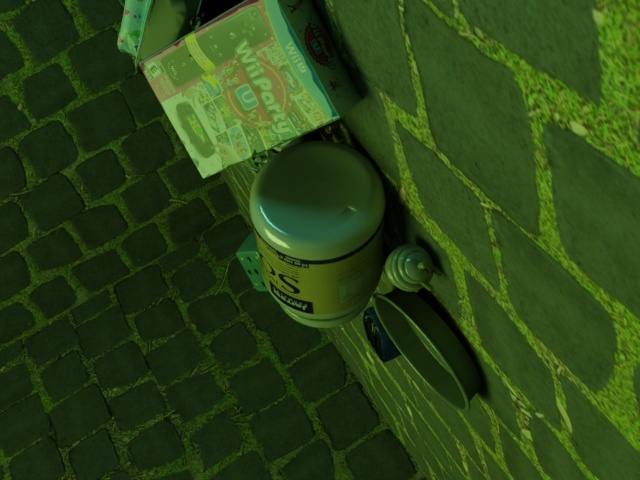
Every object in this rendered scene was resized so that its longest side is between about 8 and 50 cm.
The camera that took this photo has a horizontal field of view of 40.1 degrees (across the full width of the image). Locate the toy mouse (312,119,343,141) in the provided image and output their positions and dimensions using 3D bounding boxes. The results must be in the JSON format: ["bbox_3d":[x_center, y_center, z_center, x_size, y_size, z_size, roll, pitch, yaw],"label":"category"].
[{"bbox_3d":[0.001,-0.237,1.607,0.161,0.031,0.143,39,149,55],"label":"toy mouse"}]

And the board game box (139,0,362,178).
[{"bbox_3d":[-0.117,-0.258,1.410,0.224,0.303,0.097,61,-144,-13],"label":"board game box"}]

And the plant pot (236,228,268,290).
[{"bbox_3d":[-0.061,0.012,2.004,0.165,0.234,0.166,-5,118,58],"label":"plant pot"}]

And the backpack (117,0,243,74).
[{"bbox_3d":[-0.244,-0.418,1.611,0.191,0.253,0.225,28,124,10],"label":"backpack"}]

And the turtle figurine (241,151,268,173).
[{"bbox_3d":[-0.109,-0.189,2.161,0.234,0.118,0.175,45,-171,-9],"label":"turtle figurine"}]

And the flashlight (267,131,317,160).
[{"bbox_3d":[-0.068,-0.246,1.569,0.103,0.103,0.304,53,158,32],"label":"flashlight"}]

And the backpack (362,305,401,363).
[{"bbox_3d":[0.151,0.196,2.002,0.098,0.101,0.120,48,162,47],"label":"backpack"}]

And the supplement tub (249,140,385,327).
[{"bbox_3d":[0.000,0.000,1.635,0.241,0.241,0.331,55,164,28],"label":"supplement tub"}]

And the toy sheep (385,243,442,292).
[{"bbox_3d":[0.158,0.048,1.515,0.091,0.091,0.132,60,158,-2],"label":"toy sheep"}]

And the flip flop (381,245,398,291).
[{"bbox_3d":[0.081,0.017,1.859,0.277,0.080,0.112,54,170,33],"label":"flip flop"}]

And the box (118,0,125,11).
[{"bbox_3d":[-0.363,-0.626,1.789,0.060,0.216,0.270,47,164,55],"label":"box"}]

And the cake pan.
[{"bbox_3d":[0.213,0.208,1.734,0.293,0.054,0.293,50,169,14],"label":"cake pan"}]
